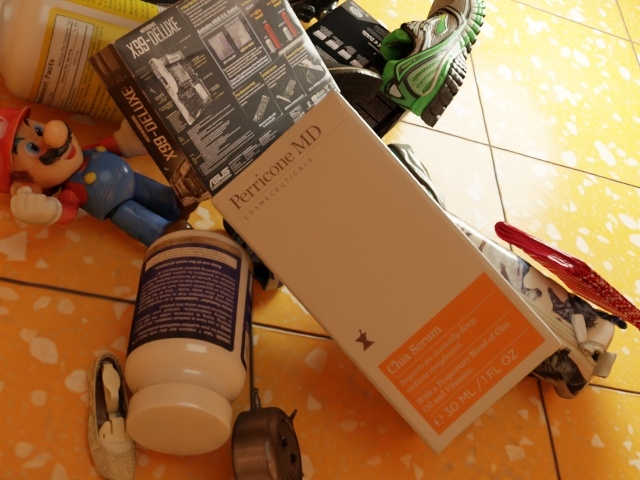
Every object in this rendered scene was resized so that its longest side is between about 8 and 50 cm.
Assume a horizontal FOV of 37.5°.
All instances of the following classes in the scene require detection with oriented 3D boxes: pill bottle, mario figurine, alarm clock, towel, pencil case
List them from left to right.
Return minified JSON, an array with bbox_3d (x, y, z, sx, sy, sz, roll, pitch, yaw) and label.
[{"bbox_3d":[-0.350,-0.281,1.394,0.334,0.188,0.188,13,51,-21],"label":"pill bottle"},{"bbox_3d":[-0.310,-0.095,1.282,0.321,0.170,0.198,24,13,-22],"label":"mario figurine"},{"bbox_3d":[-0.167,0.128,1.202,0.153,0.153,0.264,17,46,-18],"label":"pill bottle"},{"bbox_3d":[-0.063,0.287,1.159,0.064,0.129,0.192,-10,41,15],"label":"alarm clock"},{"bbox_3d":[0.267,0.080,1.470,0.410,0.183,0.160,34,72,-3],"label":"pencil case"},{"bbox_3d":[0.416,0.065,1.537,0.275,0.031,0.199,33,1,-38],"label":"towel"}]

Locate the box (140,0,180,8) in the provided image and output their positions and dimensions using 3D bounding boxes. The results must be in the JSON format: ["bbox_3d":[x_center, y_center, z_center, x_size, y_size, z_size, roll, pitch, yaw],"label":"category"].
[{"bbox_3d":[-0.338,-0.475,1.551,0.261,0.184,0.103,-6,57,-33],"label":"box"}]

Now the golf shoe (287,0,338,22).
[{"bbox_3d":[-0.093,-0.486,1.773,0.273,0.105,0.120,12,34,-27],"label":"golf shoe"}]

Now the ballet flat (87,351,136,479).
[{"bbox_3d":[-0.260,0.216,1.161,0.057,0.052,0.168,-3,58,-28],"label":"ballet flat"}]

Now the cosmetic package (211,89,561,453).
[{"bbox_3d":[0.086,0.041,1.302,0.230,0.161,0.453,-43,90,1],"label":"cosmetic package"}]

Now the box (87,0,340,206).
[{"bbox_3d":[-0.139,-0.232,1.338,0.307,0.076,0.242,-45,110,-35],"label":"box"}]

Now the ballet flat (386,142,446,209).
[{"bbox_3d":[0.178,-0.083,1.623,0.068,0.072,0.213,-9,60,-39],"label":"ballet flat"}]

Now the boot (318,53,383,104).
[{"bbox_3d":[-0.003,-0.298,1.558,0.198,0.077,0.137,-1,51,-30],"label":"boot"}]

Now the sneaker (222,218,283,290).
[{"bbox_3d":[-0.101,0.015,1.403,0.144,0.053,0.059,47,50,11],"label":"sneaker"}]

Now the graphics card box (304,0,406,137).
[{"bbox_3d":[0.030,-0.265,1.661,0.233,0.094,0.371,40,48,3],"label":"graphics card box"}]

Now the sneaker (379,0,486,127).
[{"bbox_3d":[0.195,-0.358,1.673,0.146,0.134,0.343,29,47,-8],"label":"sneaker"}]
